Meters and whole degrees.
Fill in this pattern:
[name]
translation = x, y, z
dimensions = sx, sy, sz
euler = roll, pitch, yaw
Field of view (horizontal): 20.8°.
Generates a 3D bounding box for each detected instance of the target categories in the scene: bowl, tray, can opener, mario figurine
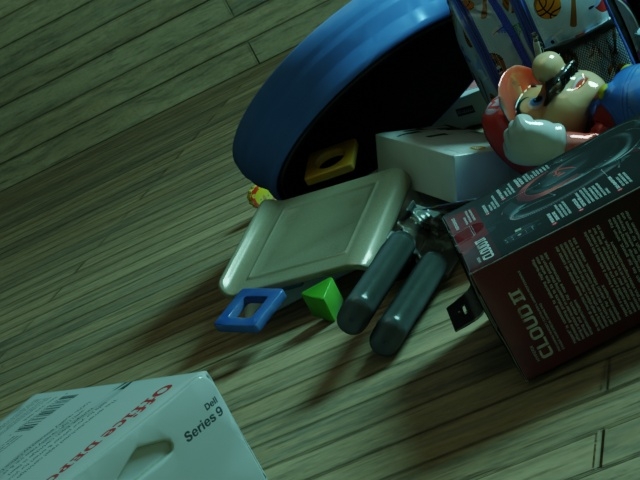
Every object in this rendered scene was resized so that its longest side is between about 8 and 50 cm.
[bowl]
translation = 0.067, -0.190, 2.192
dimensions = 0.391, 0.077, 0.391
euler = -35, -16, -12
[tray]
translation = 0.022, 0.003, 2.044
dimensions = 0.270, 0.030, 0.145
euler = -28, 20, 4
[can opener]
translation = 0.079, 0.045, 1.758
dimensions = 0.095, 0.076, 0.283
euler = -59, -4, 31
[mario figurine]
translation = 0.297, -0.154, 1.764
dimensions = 0.320, 0.170, 0.198
euler = -8, -11, 39

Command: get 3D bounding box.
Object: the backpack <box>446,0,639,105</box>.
[backpack]
translation = 0.259, -0.248, 1.987
dimensions = 0.213, 0.263, 0.276
euler = -19, 13, -3

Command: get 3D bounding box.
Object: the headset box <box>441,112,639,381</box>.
[headset box]
translation = 0.237, -0.006, 1.477
dimensions = 0.293, 0.110, 0.218
euler = -28, 13, 4

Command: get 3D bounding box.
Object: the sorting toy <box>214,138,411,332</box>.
[sorting toy]
translation = 0.000, 0.000, 1.973
dimensions = 0.196, 0.047, 0.348
euler = -11, 33, 29

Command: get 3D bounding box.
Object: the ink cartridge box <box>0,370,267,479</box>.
[ink cartridge box]
translation = -0.220, 0.226, 1.515
dimensions = 0.211, 0.122, 0.289
euler = -38, 16, -36

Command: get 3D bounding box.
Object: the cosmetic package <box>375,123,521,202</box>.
[cosmetic package]
translation = 0.150, -0.091, 1.989
dimensions = 0.098, 0.060, 0.239
euler = -11, 12, -18

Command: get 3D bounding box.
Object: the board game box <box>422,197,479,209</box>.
[board game box]
translation = 0.185, -0.028, 1.817
dimensions = 0.133, 0.033, 0.168
euler = -10, -2, 20

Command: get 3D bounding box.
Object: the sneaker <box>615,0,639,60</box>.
[sneaker]
translation = 0.458, -0.293, 2.187
dimensions = 0.152, 0.114, 0.305
euler = -21, 10, -38

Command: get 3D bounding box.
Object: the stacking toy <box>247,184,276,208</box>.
[stacking toy]
translation = 0.017, -0.104, 2.449
dimensions = 0.221, 0.052, 0.167
euler = -32, 13, -17

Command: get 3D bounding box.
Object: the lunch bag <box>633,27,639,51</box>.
[lunch bag]
translation = 0.405, -0.226, 2.057
dimensions = 0.053, 0.071, 0.083
euler = -18, 17, 32

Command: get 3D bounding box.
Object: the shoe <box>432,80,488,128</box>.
[shoe]
translation = 0.203, -0.192, 2.384
dimensions = 0.178, 0.063, 0.081
euler = -8, 22, 44
